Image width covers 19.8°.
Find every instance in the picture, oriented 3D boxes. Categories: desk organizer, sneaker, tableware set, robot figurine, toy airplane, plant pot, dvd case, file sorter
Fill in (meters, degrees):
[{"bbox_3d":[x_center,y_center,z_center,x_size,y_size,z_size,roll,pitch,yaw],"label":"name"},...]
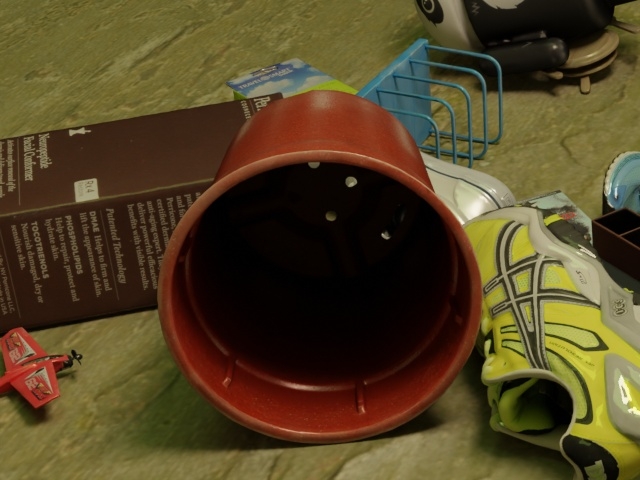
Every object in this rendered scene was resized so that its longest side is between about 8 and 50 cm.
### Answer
[{"bbox_3d":[0.313,0.018,1.745,0.047,0.050,0.130,-21,31,-22],"label":"desk organizer"},{"bbox_3d":[0.073,-0.045,1.878,0.258,0.094,0.091,14,38,38],"label":"sneaker"},{"bbox_3d":[0.292,-0.232,2.224,0.128,0.039,0.194,-30,28,-15],"label":"tableware set"},{"bbox_3d":[0.244,-0.317,2.177,0.278,0.173,0.209,-9,30,23],"label":"robot figurine"},{"bbox_3d":[-0.293,0.133,1.712,0.151,0.028,0.151,-7,27,4],"label":"toy airplane"},{"bbox_3d":[0.347,-0.061,1.871,0.073,0.063,0.162,24,42,39],"label":"sneaker"},{"bbox_3d":[0.000,0.000,1.652,0.272,0.272,0.265,-6,23,3],"label":"plant pot"},{"bbox_3d":[0.229,-0.013,1.863,0.087,0.013,0.119,-14,28,-12],"label":"dvd case"},{"bbox_3d":[0.185,0.083,1.568,0.147,0.145,0.385,-24,28,-16],"label":"sneaker"},{"bbox_3d":[0.117,-0.126,1.991,0.104,0.118,0.170,12,34,27],"label":"file sorter"}]

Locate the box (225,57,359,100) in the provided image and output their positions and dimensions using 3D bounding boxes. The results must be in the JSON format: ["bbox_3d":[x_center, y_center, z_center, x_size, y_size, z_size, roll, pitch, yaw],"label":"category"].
[{"bbox_3d":[-0.023,-0.159,2.163,0.109,0.042,0.178,-22,31,-25],"label":"box"}]

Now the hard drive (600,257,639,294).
[{"bbox_3d":[0.261,0.061,1.709,0.094,0.022,0.135,-20,31,-22],"label":"hard drive"}]

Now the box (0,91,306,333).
[{"bbox_3d":[-0.203,-0.027,1.872,0.381,0.143,0.191,-9,28,-6],"label":"box"}]
